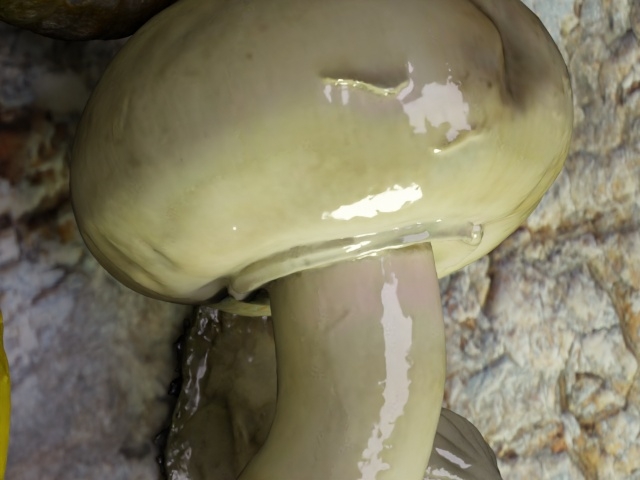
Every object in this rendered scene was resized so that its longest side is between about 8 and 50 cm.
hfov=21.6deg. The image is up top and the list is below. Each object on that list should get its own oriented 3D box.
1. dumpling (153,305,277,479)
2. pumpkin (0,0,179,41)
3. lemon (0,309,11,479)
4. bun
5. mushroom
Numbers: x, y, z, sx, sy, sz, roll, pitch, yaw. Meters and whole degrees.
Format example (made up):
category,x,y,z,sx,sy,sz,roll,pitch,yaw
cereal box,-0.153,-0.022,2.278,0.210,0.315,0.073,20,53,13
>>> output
category,x,y,z,sx,sy,sz,roll,pitch,yaw
dumpling,-0.029,0.184,1.179,0.166,0.086,0.332,-31,108,-42
pumpkin,-0.145,-0.226,0.997,0.219,0.162,0.219,2,88,-41
lemon,-0.288,0.081,0.809,0.284,0.260,0.260,37,67,-40
bun,0.099,0.192,1.279,0.138,0.094,0.138,15,72,-53
mushroom,-0.010,-0.028,1.058,0.315,0.315,0.356,-2,124,-44
